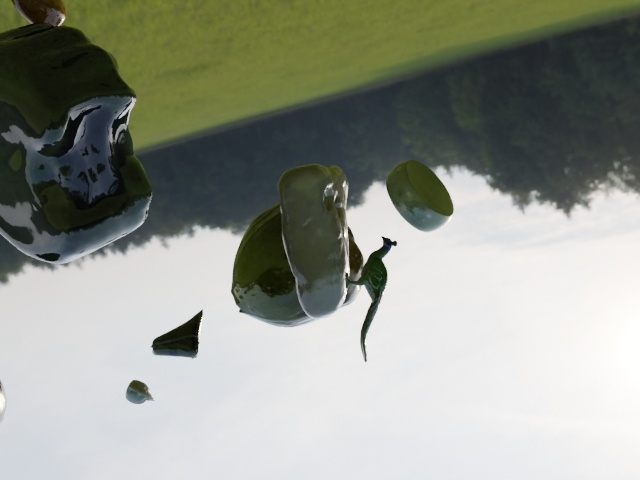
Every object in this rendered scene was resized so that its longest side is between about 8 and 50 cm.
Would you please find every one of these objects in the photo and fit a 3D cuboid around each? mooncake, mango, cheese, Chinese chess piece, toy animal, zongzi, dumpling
[{"bbox_3d":[-0.410,-0.148,1.240,0.351,0.351,0.187,-6,-157,44],"label":"mooncake"},{"bbox_3d":[-0.458,-0.386,1.309,0.060,0.080,0.114,-43,143,8],"label":"mango"},{"bbox_3d":[0.000,0.000,1.797,0.130,0.328,0.351,-6,-177,8],"label":"cheese"},{"bbox_3d":[0.185,-0.083,1.528,0.058,0.144,0.144,-39,175,31],"label":"Chinese chess piece"},{"bbox_3d":[0.071,0.096,1.403,0.075,0.216,0.041,14,177,3],"label":"toy animal"},{"bbox_3d":[-0.311,0.197,1.768,0.104,0.113,0.052,6,153,-7],"label":"zongzi"},{"bbox_3d":[-0.346,0.296,1.576,0.043,0.060,0.077,-58,175,-44],"label":"dumpling"}]

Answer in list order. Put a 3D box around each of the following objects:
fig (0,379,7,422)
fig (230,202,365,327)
[{"bbox_3d":[-0.699,0.321,1.513,0.235,0.214,0.235,-20,162,-7],"label":"fig"},{"bbox_3d":[-0.067,0.063,2.067,0.344,0.343,0.343,-15,-171,2],"label":"fig"}]
